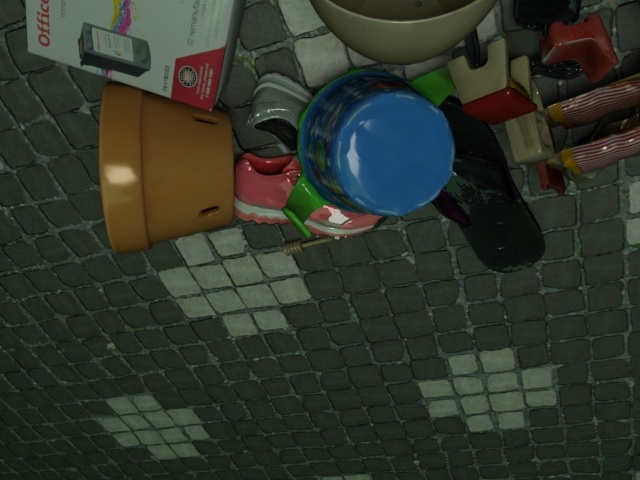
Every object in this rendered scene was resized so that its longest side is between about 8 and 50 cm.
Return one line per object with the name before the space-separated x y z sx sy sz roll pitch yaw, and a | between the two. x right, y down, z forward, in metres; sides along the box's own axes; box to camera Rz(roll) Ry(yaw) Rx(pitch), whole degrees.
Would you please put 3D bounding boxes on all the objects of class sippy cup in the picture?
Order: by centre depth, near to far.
sippy cup | 0.087 -0.135 0.871 0.240 0.224 0.306 13 102 -9

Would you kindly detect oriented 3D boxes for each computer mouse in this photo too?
computer mouse | 0.301 -0.364 0.881 0.184 0.060 0.262 2 128 32

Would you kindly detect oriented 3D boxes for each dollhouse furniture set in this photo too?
dollhouse furniture set | 0.359 -0.173 0.816 0.201 0.152 0.374 -18 169 36

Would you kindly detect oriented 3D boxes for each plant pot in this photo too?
plant pot | 0.113 -0.352 0.804 0.284 0.284 0.191 1 162 7
plant pot | -0.257 -0.124 1.031 0.203 0.291 0.291 -1 131 -12

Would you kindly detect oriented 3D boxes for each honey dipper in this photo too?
honey dipper | 0.000 0.000 1.238 0.160 0.030 0.030 -15 126 17

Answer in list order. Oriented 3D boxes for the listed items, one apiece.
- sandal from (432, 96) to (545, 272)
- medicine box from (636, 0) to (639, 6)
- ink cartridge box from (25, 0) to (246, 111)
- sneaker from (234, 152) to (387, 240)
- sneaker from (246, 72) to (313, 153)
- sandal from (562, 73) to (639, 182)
sandal | 0.279 -0.087 1.072 0.167 0.107 0.446 -31 118 28
medicine box | 0.499 -0.427 0.731 0.263 0.149 0.289 -34 117 30
ink cartridge box | -0.279 -0.363 0.914 0.306 0.131 0.226 16 130 -6
sneaker | -0.020 -0.092 1.109 0.313 0.116 0.136 7 129 3
sneaker | 0.000 -0.171 1.025 0.281 0.115 0.105 25 151 -6
sandal | 0.495 -0.175 0.997 0.090 0.060 0.219 24 129 -11
